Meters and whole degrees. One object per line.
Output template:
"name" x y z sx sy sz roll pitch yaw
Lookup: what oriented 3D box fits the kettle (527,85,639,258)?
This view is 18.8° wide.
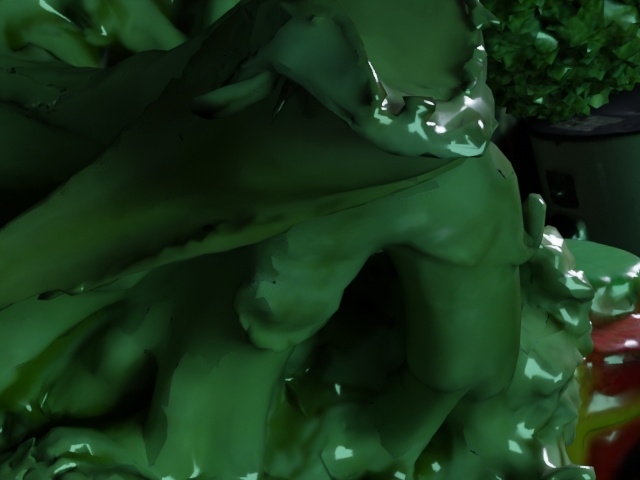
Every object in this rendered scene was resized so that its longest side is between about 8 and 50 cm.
"kettle" 0.183 0.043 0.969 0.221 0.161 0.236 -20 105 -21

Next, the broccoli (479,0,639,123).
"broccoli" 0.071 -0.250 0.753 0.310 0.321 0.413 -3 91 -21

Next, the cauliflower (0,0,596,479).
"cauliflower" -0.027 -0.012 0.627 0.327 0.281 0.260 32 35 -22

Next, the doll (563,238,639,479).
"doll" 0.096 0.183 0.830 0.183 0.160 0.363 -22 105 -47
